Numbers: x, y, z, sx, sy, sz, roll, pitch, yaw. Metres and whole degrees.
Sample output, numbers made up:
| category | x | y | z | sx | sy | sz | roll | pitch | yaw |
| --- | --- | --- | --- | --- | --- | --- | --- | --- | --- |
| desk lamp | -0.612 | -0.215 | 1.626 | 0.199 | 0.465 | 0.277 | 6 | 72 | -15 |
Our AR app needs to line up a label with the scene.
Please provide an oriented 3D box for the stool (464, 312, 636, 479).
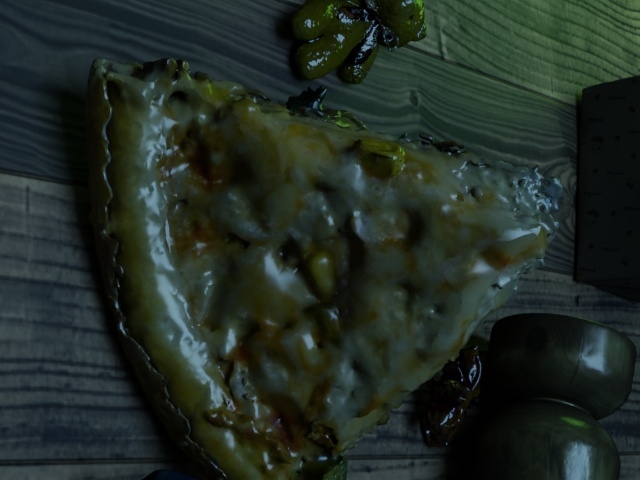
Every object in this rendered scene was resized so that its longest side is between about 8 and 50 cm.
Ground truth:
| category | x | y | z | sx | sy | sz | roll | pitch | yaw |
| --- | --- | --- | --- | --- | --- | --- | --- | --- | --- |
| stool | 0.269 | 0.240 | 1.510 | 0.179 | 0.179 | 0.264 | 34 | 60 | -39 |

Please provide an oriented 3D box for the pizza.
| category | x | y | z | sx | sy | sz | roll | pitch | yaw |
| --- | --- | --- | --- | --- | --- | --- | --- | --- | --- |
| pizza | -0.040 | 0.065 | 1.150 | 0.080 | 0.435 | 0.391 | -51 | 158 | -77 |

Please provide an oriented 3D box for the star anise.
| category | x | y | z | sx | sy | sz | roll | pitch | yaw |
| --- | --- | --- | --- | --- | --- | --- | --- | --- | --- |
| star anise | 0.159 | 0.154 | 1.501 | 0.097 | 0.070 | 0.190 | 79 | 31 | -44 |

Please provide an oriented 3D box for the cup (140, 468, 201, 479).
| category | x | y | z | sx | sy | sz | roll | pitch | yaw |
| --- | --- | --- | --- | --- | --- | --- | --- | --- | --- |
| cup | -0.109 | 0.265 | 1.105 | 0.176 | 0.155 | 0.131 | 53 | 47 | -25 |

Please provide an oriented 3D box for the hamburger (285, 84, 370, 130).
| category | x | y | z | sx | sy | sz | roll | pitch | yaw |
| --- | --- | --- | --- | --- | --- | --- | --- | --- | --- |
| hamburger | 0.000 | 0.000 | 1.282 | 0.211 | 0.133 | 0.308 | -28 | 109 | -66 |

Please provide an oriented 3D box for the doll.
| category | x | y | z | sx | sy | sz | roll | pitch | yaw |
| --- | --- | --- | --- | --- | --- | --- | --- | --- | --- |
| doll | 0.049 | -0.250 | 1.440 | 0.209 | 0.097 | 0.137 | -40 | 117 | -39 |

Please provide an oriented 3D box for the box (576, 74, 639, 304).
| category | x | y | z | sx | sy | sz | roll | pitch | yaw |
| --- | --- | --- | --- | --- | --- | --- | --- | --- | --- |
| box | 0.504 | -0.072 | 1.811 | 0.190 | 0.225 | 0.297 | 21 | 68 | -44 |
